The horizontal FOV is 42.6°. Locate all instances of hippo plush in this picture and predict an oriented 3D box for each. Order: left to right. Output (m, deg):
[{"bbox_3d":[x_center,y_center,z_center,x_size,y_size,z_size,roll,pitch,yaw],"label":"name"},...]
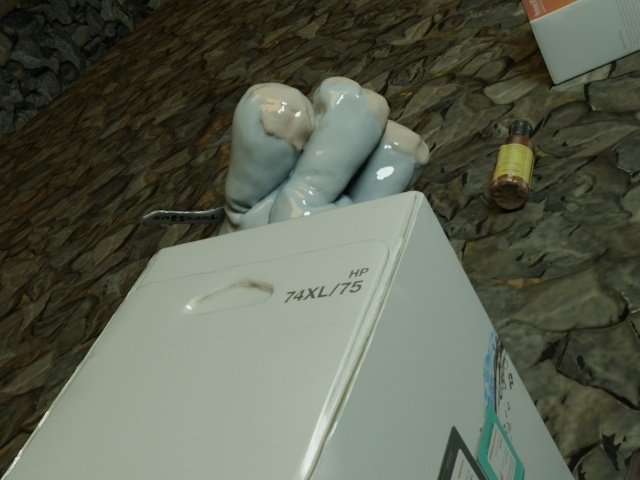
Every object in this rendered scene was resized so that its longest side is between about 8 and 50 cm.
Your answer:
[{"bbox_3d":[0.000,0.000,0.744,0.294,0.234,0.237,-17,38,-12],"label":"hippo plush"}]

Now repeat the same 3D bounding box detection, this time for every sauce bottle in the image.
[{"bbox_3d":[0.208,-0.084,0.875,0.042,0.042,0.128,-14,31,30],"label":"sauce bottle"}]

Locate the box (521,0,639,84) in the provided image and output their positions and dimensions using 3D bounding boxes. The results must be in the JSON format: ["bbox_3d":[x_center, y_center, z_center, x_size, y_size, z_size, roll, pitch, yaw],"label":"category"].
[{"bbox_3d":[0.342,-0.285,1.001,0.170,0.091,0.130,-21,31,19],"label":"box"}]

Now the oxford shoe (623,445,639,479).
[{"bbox_3d":[0.179,0.209,0.419,0.098,0.097,0.271,-30,17,49],"label":"oxford shoe"}]

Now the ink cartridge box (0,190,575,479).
[{"bbox_3d":[0.005,0.147,0.474,0.198,0.270,0.197,-12,35,33],"label":"ink cartridge box"}]
